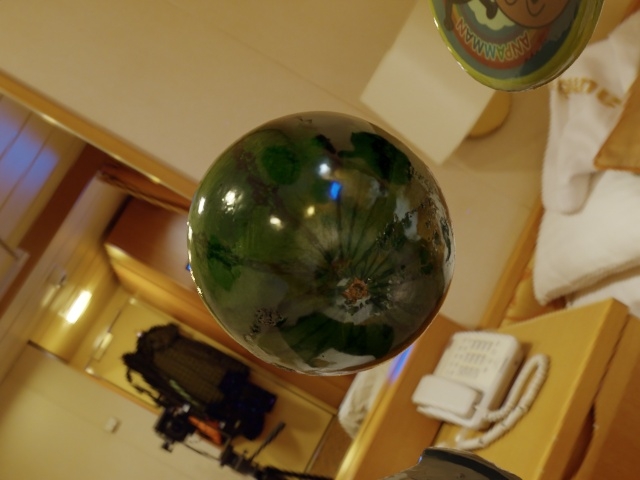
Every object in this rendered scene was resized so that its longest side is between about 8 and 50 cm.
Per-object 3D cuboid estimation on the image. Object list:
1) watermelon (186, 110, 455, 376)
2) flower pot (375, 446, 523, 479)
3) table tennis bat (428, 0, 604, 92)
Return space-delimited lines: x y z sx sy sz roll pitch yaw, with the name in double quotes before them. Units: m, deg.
"watermelon" 0.001 0.002 0.693 0.242 0.242 0.242 -60 2 4
"flower pot" 0.012 0.343 0.582 0.379 0.251 0.379 -20 59 37
"table tennis bat" 0.152 -0.303 0.632 0.224 0.054 0.368 36 137 54
